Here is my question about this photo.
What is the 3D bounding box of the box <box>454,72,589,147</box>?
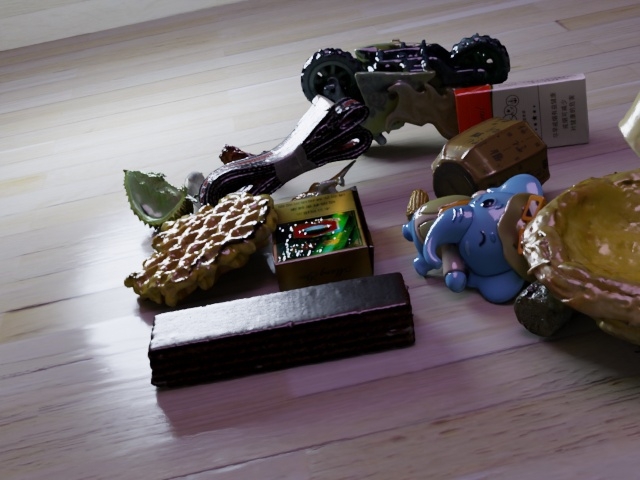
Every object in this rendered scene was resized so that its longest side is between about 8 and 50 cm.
[{"bbox_3d":[0.384,-0.237,1.923,0.245,0.139,0.035,-7,28,10],"label":"box"}]

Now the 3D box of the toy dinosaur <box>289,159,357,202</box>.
[{"bbox_3d":[-0.006,-0.082,1.881,0.142,0.057,0.212,-18,12,21],"label":"toy dinosaur"}]

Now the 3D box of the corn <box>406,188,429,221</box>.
[{"bbox_3d":[0.170,-0.060,1.767,0.037,0.037,0.092,-2,28,18],"label":"corn"}]

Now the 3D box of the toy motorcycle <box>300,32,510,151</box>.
[{"bbox_3d":[0.172,-0.289,2.007,0.410,0.237,0.169,-5,42,7],"label":"toy motorcycle"}]

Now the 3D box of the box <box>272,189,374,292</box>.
[{"bbox_3d":[0.000,0.000,1.674,0.159,0.071,0.240,-9,26,-1],"label":"box"}]

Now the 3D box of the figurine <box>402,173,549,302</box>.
[{"bbox_3d":[0.240,0.004,1.522,0.262,0.154,0.180,-15,30,32],"label":"figurine"}]

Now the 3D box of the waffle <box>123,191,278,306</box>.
[{"bbox_3d":[-0.200,0.009,1.697,0.281,0.058,0.301,-26,22,3],"label":"waffle"}]

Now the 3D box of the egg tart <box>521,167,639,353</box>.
[{"bbox_3d":[0.432,0.027,1.290,0.345,0.132,0.345,-6,36,5],"label":"egg tart"}]

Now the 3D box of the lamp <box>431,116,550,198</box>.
[{"bbox_3d":[0.289,-0.119,1.710,0.185,0.161,0.161,-26,30,-35],"label":"lamp"}]

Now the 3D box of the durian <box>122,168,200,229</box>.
[{"bbox_3d":[-0.298,-0.074,1.903,0.215,0.100,0.086,21,41,34],"label":"durian"}]

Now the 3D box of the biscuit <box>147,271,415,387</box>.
[{"bbox_3d":[-0.059,0.127,1.442,0.388,0.073,0.107,-11,25,2],"label":"biscuit"}]

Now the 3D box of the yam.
[{"bbox_3d":[0.350,0.067,1.398,0.179,0.078,0.078,-27,31,-31],"label":"yam"}]

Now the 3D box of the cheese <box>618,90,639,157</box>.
[{"bbox_3d":[0.670,-0.106,1.479,0.384,0.104,0.384,15,38,-12],"label":"cheese"}]

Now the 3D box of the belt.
[{"bbox_3d":[-0.066,-0.151,1.897,0.359,0.126,0.094,-32,28,-8],"label":"belt"}]

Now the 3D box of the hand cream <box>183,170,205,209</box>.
[{"bbox_3d":[-0.248,-0.099,1.994,0.037,0.057,0.165,-45,19,13],"label":"hand cream"}]

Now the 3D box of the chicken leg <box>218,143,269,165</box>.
[{"bbox_3d":[-0.143,-0.158,2.033,0.205,0.093,0.053,6,57,46],"label":"chicken leg"}]
